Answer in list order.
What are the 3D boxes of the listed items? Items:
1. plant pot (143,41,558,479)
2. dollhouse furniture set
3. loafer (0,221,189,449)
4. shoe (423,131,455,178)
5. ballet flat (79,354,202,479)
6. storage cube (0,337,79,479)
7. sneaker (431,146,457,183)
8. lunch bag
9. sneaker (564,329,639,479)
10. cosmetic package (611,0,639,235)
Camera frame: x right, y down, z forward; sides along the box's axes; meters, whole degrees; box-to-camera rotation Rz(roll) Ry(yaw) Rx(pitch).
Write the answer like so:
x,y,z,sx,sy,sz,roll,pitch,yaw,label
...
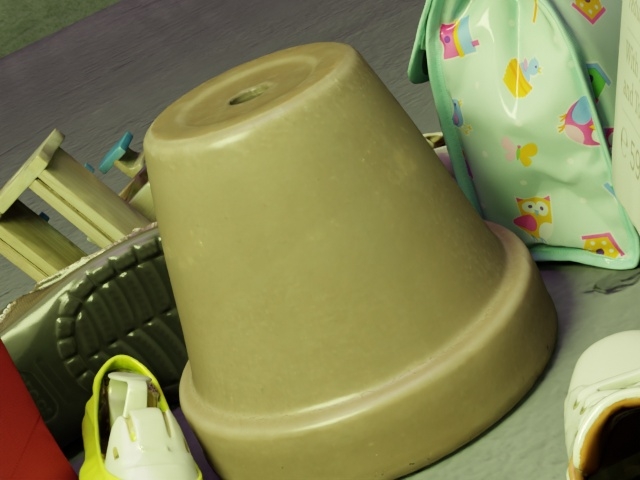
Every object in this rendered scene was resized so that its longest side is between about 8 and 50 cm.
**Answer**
x,y,z,sx,sy,sz,roll,pitch,yaw,label
0.000,0.000,0.855,0.263,0.229,0.263,-20,22,8,plant pot
-0.214,-0.023,1.135,0.129,0.129,0.183,-44,16,20,dollhouse furniture set
-0.195,0.076,1.006,0.366,0.134,0.130,-28,23,-9,loafer
0.112,-0.077,1.136,0.219,0.058,0.076,-8,27,35,shoe
-0.120,0.136,0.850,0.077,0.077,0.231,4,14,-17,ballet flat
-0.267,0.180,0.783,0.215,0.183,0.193,-20,21,13,storage cube
0.008,-0.033,1.084,0.236,0.104,0.095,-16,26,26,sneaker
0.184,-0.143,0.941,0.160,0.262,0.223,-1,32,44,lunch bag
0.167,0.093,0.615,0.106,0.123,0.290,-23,21,9,sneaker
0.315,-0.147,0.537,0.327,0.393,0.329,-1,24,3,cosmetic package
